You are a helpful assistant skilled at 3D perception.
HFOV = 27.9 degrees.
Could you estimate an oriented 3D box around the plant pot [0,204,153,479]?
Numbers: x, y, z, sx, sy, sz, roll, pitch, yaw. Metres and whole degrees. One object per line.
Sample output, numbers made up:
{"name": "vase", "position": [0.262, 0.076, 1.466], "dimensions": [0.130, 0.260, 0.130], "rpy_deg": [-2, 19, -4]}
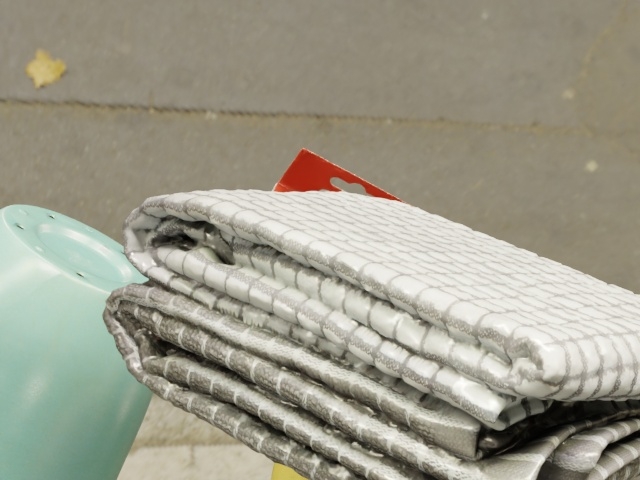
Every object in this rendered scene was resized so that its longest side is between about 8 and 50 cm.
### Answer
{"name": "plant pot", "position": [-0.291, 0.108, 1.312], "dimensions": [0.293, 0.293, 0.235], "rpy_deg": [30, 101, -6]}

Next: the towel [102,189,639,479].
{"name": "towel", "position": [0.055, 0.061, 0.714], "dimensions": [0.235, 0.283, 0.121], "rpy_deg": [0, 108, -54]}

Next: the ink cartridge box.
{"name": "ink cartridge box", "position": [0.000, 0.000, 1.738], "dimensions": [0.189, 0.232, 0.066], "rpy_deg": [27, 53, -11]}

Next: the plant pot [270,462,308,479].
{"name": "plant pot", "position": [0.081, 0.188, 1.012], "dimensions": [0.212, 0.212, 0.187], "rpy_deg": [-25, 114, -49]}
